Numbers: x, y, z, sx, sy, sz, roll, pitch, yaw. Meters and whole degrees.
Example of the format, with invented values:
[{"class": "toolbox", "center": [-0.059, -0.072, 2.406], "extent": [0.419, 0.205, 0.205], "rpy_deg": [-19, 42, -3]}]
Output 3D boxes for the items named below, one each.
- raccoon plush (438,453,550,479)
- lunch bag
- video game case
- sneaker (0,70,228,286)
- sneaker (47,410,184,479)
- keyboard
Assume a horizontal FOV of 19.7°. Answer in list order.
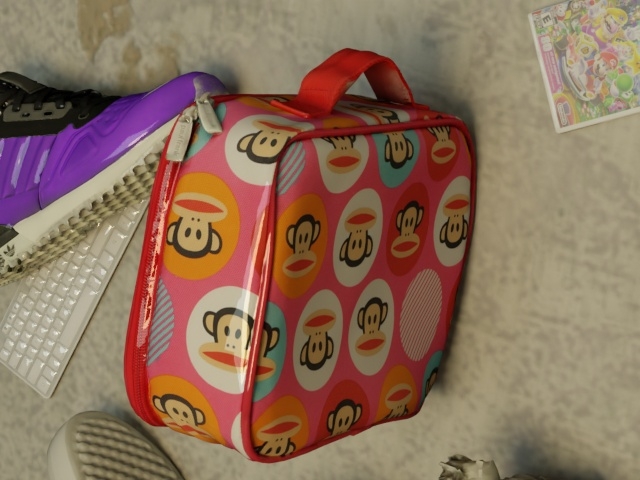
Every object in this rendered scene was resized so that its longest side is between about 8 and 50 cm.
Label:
[{"class": "raccoon plush", "center": [0.101, 0.332, 1.163], "extent": [0.299, 0.446, 0.216], "rpy_deg": [40, 141, 21]}, {"class": "lunch bag", "center": [0.000, 0.000, 1.229], "extent": [0.120, 0.293, 0.258], "rpy_deg": [14, 100, 28]}, {"class": "video game case", "center": [0.205, -0.128, 1.249], "extent": [0.122, 0.011, 0.087], "rpy_deg": [-14, 89, 32]}, {"class": "sneaker", "center": [-0.208, -0.078, 1.443], "extent": [0.293, 0.102, 0.146], "rpy_deg": [-32, 83, 29]}, {"class": "sneaker", "center": [-0.144, 0.319, 1.454], "extent": [0.150, 0.135, 0.366], "rpy_deg": [-33, 78, 28]}, {"class": "keyboard", "center": [-0.199, 0.012, 1.519], "extent": [0.072, 0.014, 0.256], "rpy_deg": [39, 115, 22]}]
